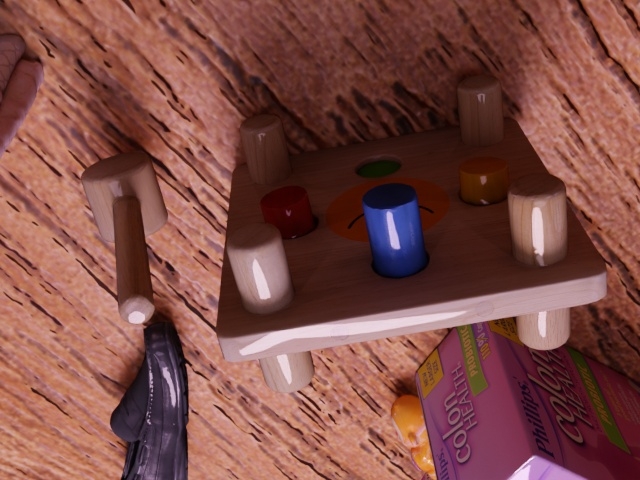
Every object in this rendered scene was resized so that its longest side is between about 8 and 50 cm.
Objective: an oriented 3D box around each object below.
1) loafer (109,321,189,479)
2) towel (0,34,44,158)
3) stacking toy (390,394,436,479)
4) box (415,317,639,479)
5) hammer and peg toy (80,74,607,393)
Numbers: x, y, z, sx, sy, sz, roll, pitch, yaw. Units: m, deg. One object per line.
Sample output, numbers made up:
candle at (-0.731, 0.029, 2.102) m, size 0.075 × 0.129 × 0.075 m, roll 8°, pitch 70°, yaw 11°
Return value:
loafer at (-0.172, 0.177, 0.834) m, size 0.078 × 0.076 × 0.223 m, roll -1°, pitch 125°, yaw -11°
towel at (-0.372, -0.025, 0.564) m, size 0.331 × 0.317 × 0.053 m, roll -18°, pitch 121°, yaw 7°
stacking toy at (0.171, 0.278, 0.884) m, size 0.165 × 0.175 × 0.302 m, roll -37°, pitch 105°, yaw 20°
box at (0.232, 0.205, 0.790) m, size 0.242 × 0.214 × 0.117 m, roll 27°, pitch 117°, yaw -17°
hammer and peg toy at (0.000, 0.000, 0.625) m, size 0.361 × 0.266 × 0.127 m, roll -10°, pitch 121°, yaw 2°
